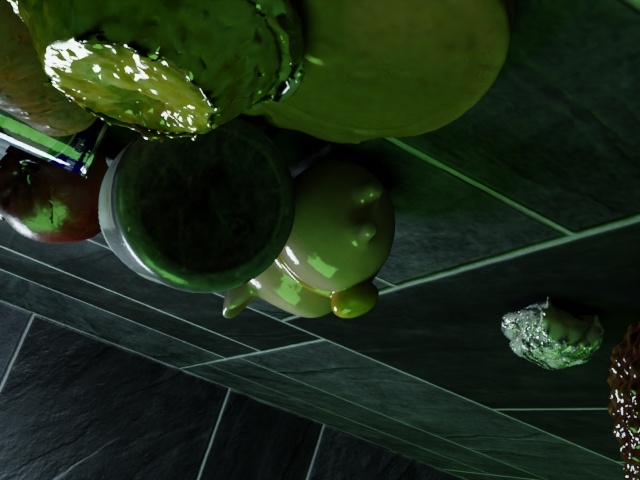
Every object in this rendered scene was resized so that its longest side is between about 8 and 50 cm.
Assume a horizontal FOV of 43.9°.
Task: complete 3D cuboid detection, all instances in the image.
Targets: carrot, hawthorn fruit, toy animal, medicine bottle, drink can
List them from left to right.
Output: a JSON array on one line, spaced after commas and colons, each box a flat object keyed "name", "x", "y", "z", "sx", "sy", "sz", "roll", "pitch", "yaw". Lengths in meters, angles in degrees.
[{"name": "carrot", "x": -0.269, "y": -0.185, "z": 0.628, "sx": 0.139, "sy": 0.138, "sz": 0.302, "roll": 13, "pitch": 160, "yaw": 15}, {"name": "drink can", "x": -0.332, "y": -0.154, "z": 0.816, "sx": 0.235, "sy": 0.097, "sz": 0.097, "roll": 26, "pitch": 159, "yaw": -17}, {"name": "hawthorn fruit", "x": -0.319, "y": -0.062, "z": 0.994, "sx": 0.148, "sy": 0.148, "sz": 0.172, "roll": 11, "pitch": 168, "yaw": 20}, {"name": "medicine bottle", "x": -0.139, "y": -0.035, "z": 0.805, "sx": 0.165, "sy": 0.165, "sz": 0.273, "roll": 25, "pitch": 172, "yaw": -19}, {"name": "toy animal", "x": -0.002, "y": 0.002, "z": 0.857, "sx": 0.149, "sy": 0.165, "sz": 0.248, "roll": 32, "pitch": 150, "yaw": -21}]

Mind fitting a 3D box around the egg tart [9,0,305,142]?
[{"name": "egg tart", "x": -0.118, "y": -0.131, "z": 0.539, "sx": 0.213, "sy": 0.090, "sz": 0.212, "roll": 14, "pitch": 163, "yaw": 5}]

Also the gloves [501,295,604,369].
[{"name": "gloves", "x": 0.299, "y": 0.130, "z": 1.054, "sx": 0.114, "sy": 0.070, "sz": 0.153, "roll": 18, "pitch": 163, "yaw": 0}]

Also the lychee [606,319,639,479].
[{"name": "lychee", "x": 0.433, "y": 0.207, "z": 0.859, "sx": 0.272, "sy": 0.271, "sz": 0.271, "roll": 16, "pitch": 160, "yaw": 6}]

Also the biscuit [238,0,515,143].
[{"name": "biscuit", "x": -0.040, "y": -0.167, "z": 0.583, "sx": 0.352, "sy": 0.057, "sz": 0.312, "roll": 15, "pitch": 159, "yaw": 8}]
